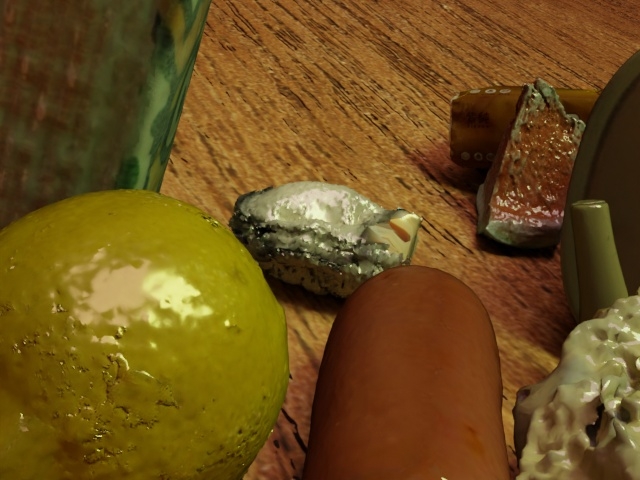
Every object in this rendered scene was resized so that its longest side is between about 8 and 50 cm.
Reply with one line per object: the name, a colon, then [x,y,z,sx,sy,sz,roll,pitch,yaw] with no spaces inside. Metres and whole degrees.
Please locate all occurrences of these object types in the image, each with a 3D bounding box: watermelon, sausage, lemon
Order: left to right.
lemon: [-0.106,0.063,0.485,0.173,0.174,0.206,23,27,16]
sausage: [0.052,0.097,0.571,0.113,0.114,0.259,14,27,-2]
watermelon: [0.211,-0.067,0.963,0.097,0.158,0.121,12,-1,0]

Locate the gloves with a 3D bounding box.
gloves: [-0.001,0.003,0.772,0.153,0.070,0.114,18,33,7]

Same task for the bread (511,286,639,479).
bread: [0.222,0.127,0.500,0.149,0.274,0.274,49,19,-19]

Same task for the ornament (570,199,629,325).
ornament: [0.297,0.083,0.674,0.230,0.245,0.061,-7,4,12]

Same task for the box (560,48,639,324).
box: [0.346,-0.028,0.786,0.300,0.301,0.216,23,16,15]

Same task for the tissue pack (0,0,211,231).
tissue pack: [-0.150,-0.109,0.639,0.127,0.311,0.228,15,27,-10]

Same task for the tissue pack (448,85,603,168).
tissue pack: [0.266,-0.117,1.045,0.226,0.092,0.183,7,9,24]
